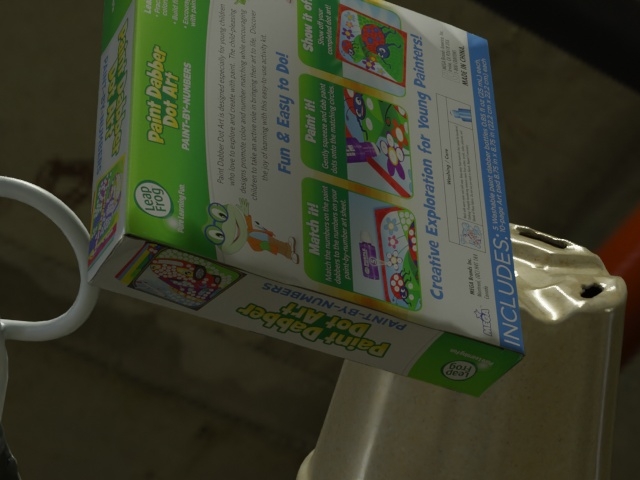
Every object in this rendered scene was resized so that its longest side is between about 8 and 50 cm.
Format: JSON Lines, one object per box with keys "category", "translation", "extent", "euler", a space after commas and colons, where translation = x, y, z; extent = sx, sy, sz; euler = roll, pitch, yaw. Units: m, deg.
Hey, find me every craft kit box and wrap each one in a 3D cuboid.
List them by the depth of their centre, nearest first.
{"category": "craft kit box", "translation": [-0.008, -0.052, 1.053], "extent": [0.247, 0.250, 0.061], "euler": [20, -43, -25]}

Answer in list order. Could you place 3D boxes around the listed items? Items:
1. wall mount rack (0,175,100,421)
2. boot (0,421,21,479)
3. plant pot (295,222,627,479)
{"category": "wall mount rack", "translation": [-0.309, 0.070, 1.121], "extent": [0.350, 0.130, 0.304], "euler": [4, -64, 20]}
{"category": "boot", "translation": [-0.233, 0.198, 0.886], "extent": [0.146, 0.367, 0.445], "euler": [-35, -1, -27]}
{"category": "plant pot", "translation": [0.140, 0.156, 1.656], "extent": [0.334, 0.334, 0.305], "euler": [5, -69, -13]}
